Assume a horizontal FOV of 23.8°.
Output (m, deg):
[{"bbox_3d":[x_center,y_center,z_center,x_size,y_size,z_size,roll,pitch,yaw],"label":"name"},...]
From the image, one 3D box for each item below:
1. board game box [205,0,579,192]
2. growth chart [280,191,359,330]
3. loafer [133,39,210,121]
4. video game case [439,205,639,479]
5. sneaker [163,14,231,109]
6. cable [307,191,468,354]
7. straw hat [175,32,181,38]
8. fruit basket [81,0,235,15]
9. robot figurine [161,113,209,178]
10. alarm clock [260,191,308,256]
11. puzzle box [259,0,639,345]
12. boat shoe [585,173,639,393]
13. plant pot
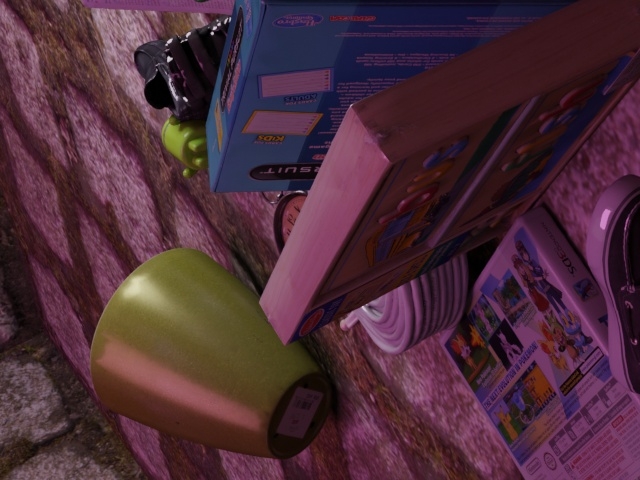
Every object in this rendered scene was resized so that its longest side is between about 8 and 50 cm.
[{"bbox_3d":[0.047,-0.146,1.285,0.336,0.253,0.079,116,151,-65],"label":"board game box"},{"bbox_3d":[0.000,0.000,1.923,0.237,0.021,0.172,63,160,3],"label":"growth chart"},{"bbox_3d":[-0.214,-0.221,2.104,0.223,0.078,0.076,38,147,51],"label":"loafer"},{"bbox_3d":[0.242,0.159,1.494,0.300,0.036,0.329,58,160,16],"label":"video game case"},{"bbox_3d":[-0.091,-0.223,1.700,0.105,0.146,0.296,64,159,6],"label":"sneaker"},{"bbox_3d":[0.068,-0.013,1.599,0.257,0.089,0.257,-131,27,-51],"label":"cable"},{"bbox_3d":[-0.123,-0.216,1.912,0.144,0.061,0.144,60,177,5],"label":"straw hat"},{"bbox_3d":[-0.153,-0.380,1.518,0.353,0.165,0.327,13,129,41],"label":"fruit basket"},{"bbox_3d":[-0.181,-0.141,2.137,0.115,0.067,0.101,37,149,52],"label":"robot figurine"},{"bbox_3d":[-0.008,-0.018,1.822,0.192,0.064,0.129,41,136,24],"label":"alarm clock"},{"bbox_3d":[0.105,-0.052,1.237,0.052,0.272,0.409,59,160,13],"label":"puzzle box"},{"bbox_3d":[0.272,0.050,1.231,0.076,0.080,0.229,34,146,43],"label":"boat shoe"},{"bbox_3d":[-0.135,0.190,2.195,0.293,0.274,0.275,26,140,35],"label":"plant pot"}]
